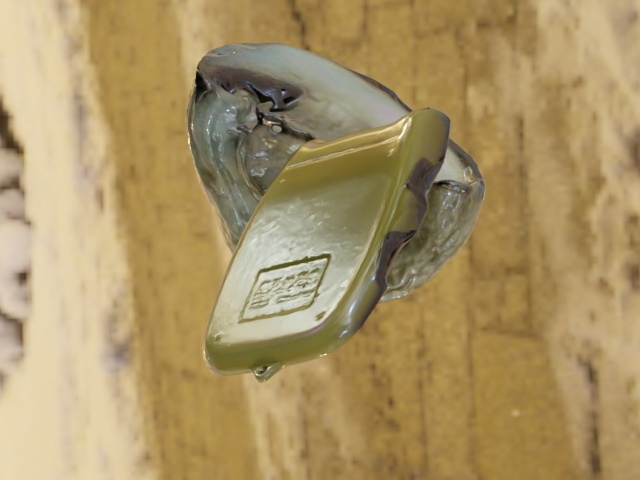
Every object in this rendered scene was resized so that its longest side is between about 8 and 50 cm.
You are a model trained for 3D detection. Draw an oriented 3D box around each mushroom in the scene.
[{"bbox_3d":[-0.001,-0.049,1.444,0.189,0.267,0.164,-76,8,-65],"label":"mushroom"}]

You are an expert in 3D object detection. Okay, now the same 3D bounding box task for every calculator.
[{"bbox_3d":[0.000,0.000,1.106,0.157,0.033,0.236,-13,39,38],"label":"calculator"}]
